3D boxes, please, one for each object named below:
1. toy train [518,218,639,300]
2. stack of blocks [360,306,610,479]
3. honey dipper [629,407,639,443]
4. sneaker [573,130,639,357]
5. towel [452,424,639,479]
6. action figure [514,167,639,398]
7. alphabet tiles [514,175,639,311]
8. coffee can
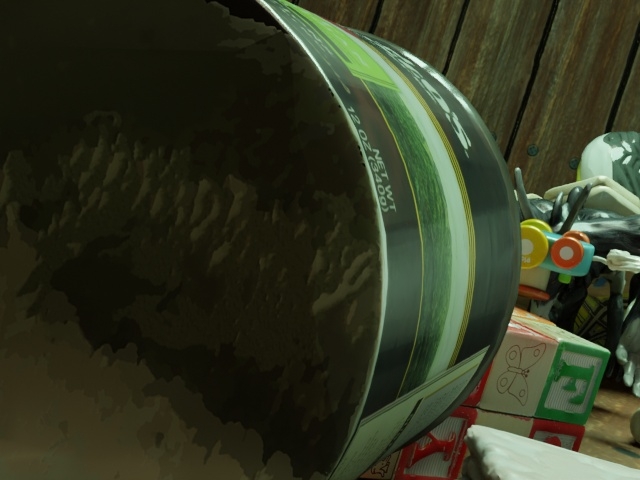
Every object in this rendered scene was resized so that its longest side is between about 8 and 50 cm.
[{"bbox_3d":[0.098,0.012,0.845,0.166,0.046,0.125,11,9,-27],"label":"toy train"},{"bbox_3d":[-0.007,0.045,0.868,0.171,0.087,0.297,13,7,-38],"label":"stack of blocks"},{"bbox_3d":[0.255,0.132,1.126,0.030,0.030,0.160,19,4,18],"label":"honey dipper"},{"bbox_3d":[0.265,0.031,1.387,0.147,0.145,0.385,-4,-28,17],"label":"sneaker"},{"bbox_3d":[0.220,0.166,0.563,0.317,0.053,0.332,16,6,-5],"label":"towel"},{"bbox_3d":[0.177,0.046,1.062,0.164,0.141,0.275,5,-16,21],"label":"action figure"},{"bbox_3d":[0.127,0.009,1.187,0.284,0.021,0.278,-15,-24,34],"label":"alphabet tiles"},{"bbox_3d":[-0.044,0.007,0.550,0.201,0.202,0.275,19,6,13],"label":"coffee can"}]
